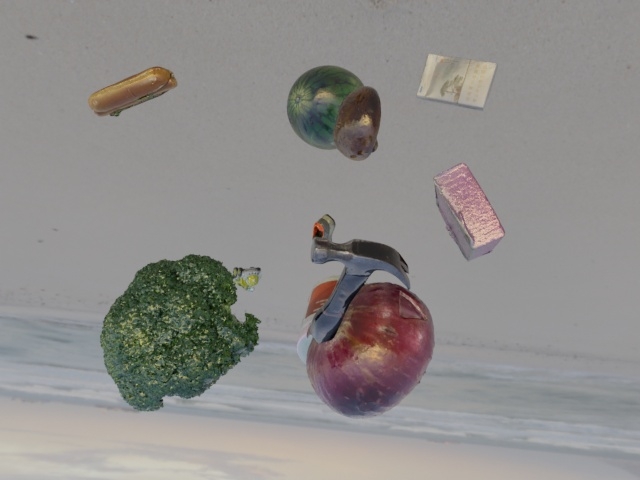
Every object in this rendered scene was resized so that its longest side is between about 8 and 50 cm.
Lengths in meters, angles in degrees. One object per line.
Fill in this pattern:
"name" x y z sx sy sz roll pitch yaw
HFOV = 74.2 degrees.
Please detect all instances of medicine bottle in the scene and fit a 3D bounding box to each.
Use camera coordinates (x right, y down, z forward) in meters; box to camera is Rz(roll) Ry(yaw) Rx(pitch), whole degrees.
"medicine bottle" 0.067 0.278 1.387 0.252 0.241 0.252 6 129 8

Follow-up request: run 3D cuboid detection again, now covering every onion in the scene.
"onion" 0.100 0.230 0.847 0.272 0.230 0.256 21 135 3

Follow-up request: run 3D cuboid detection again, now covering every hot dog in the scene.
"hot dog" -0.506 -0.397 1.146 0.249 0.068 0.100 -20 -171 9

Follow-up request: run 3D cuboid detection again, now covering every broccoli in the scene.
"broccoli" -0.236 0.155 0.718 0.261 0.269 0.241 34 -171 31

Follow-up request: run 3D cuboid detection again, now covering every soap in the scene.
"soap" 0.335 -0.055 0.977 0.081 0.181 0.259 -28 164 10

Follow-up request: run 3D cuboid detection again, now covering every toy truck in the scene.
"toy truck" -0.230 0.122 1.341 0.076 0.077 0.111 1 178 -30

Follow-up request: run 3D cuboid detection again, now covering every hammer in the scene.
"hammer" 0.035 0.088 0.622 0.137 0.037 0.290 7 146 -7

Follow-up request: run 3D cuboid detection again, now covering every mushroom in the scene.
"mushroom" 0.104 -0.351 1.257 0.138 0.231 0.194 -3 131 1

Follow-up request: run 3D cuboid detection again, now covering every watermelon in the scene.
"watermelon" 0.030 -0.540 1.743 0.363 0.363 0.363 5 156 2

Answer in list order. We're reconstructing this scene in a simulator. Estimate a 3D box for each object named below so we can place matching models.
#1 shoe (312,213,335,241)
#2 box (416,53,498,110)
"shoe" 0.000 0.001 1.504 0.074 0.077 0.194 32 132 31
"box" 0.460 -0.538 1.440 0.233 0.149 0.067 19 -171 22
